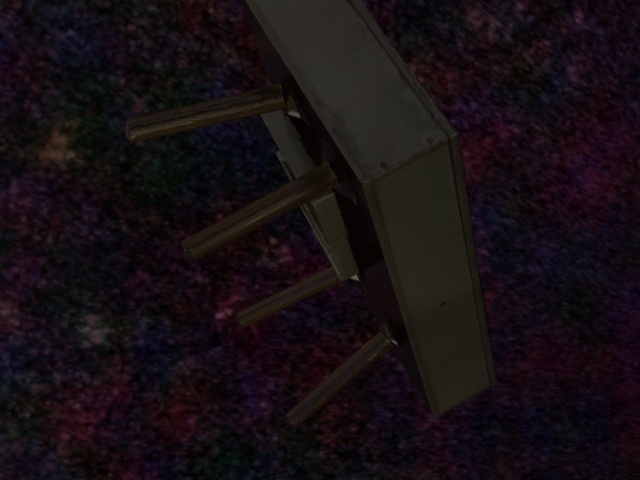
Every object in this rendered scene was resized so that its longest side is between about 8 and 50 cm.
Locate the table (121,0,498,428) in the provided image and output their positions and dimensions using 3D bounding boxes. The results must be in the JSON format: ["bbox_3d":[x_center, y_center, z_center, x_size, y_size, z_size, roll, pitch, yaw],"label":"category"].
[{"bbox_3d":[0.000,0.000,0.541,0.111,0.240,0.121,-28,58,-3],"label":"table"}]
